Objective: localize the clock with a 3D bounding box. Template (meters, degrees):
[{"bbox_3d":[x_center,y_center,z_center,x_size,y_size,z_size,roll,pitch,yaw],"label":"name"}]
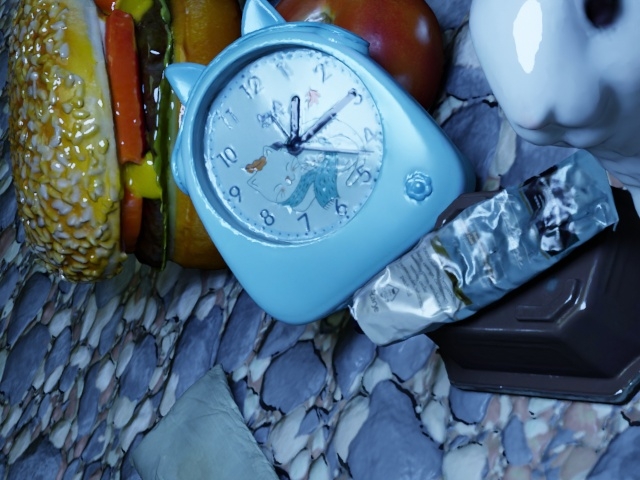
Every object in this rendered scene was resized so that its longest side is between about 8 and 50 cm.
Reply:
[{"bbox_3d":[-0.014,-0.082,1.248,0.223,0.094,0.274,-37,81,14],"label":"clock"}]

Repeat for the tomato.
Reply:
[{"bbox_3d":[0.030,-0.173,1.370,0.195,0.136,0.195,-18,56,29],"label":"tomato"}]

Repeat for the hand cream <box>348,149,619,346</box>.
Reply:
[{"bbox_3d":[0.120,0.015,1.062,0.248,0.052,0.075,-31,65,30],"label":"hand cream"}]

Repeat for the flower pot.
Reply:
[{"bbox_3d":[0.167,0.027,1.097,0.251,0.084,0.178,-2,65,53],"label":"flower pot"}]

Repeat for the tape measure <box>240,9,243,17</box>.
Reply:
[{"bbox_3d":[-0.182,-0.265,1.699,0.182,0.181,0.107,-1,54,55],"label":"tape measure"}]

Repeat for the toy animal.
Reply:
[{"bbox_3d":[0.246,-0.106,0.839,0.194,0.357,0.257,8,75,59],"label":"toy animal"}]

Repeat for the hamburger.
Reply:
[{"bbox_3d":[-0.202,-0.117,1.465,0.330,0.250,0.330,180,90,-81],"label":"hamburger"}]

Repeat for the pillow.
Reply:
[{"bbox_3d":[-0.108,0.233,1.351,0.148,0.050,0.229,-57,36,15],"label":"pillow"}]
